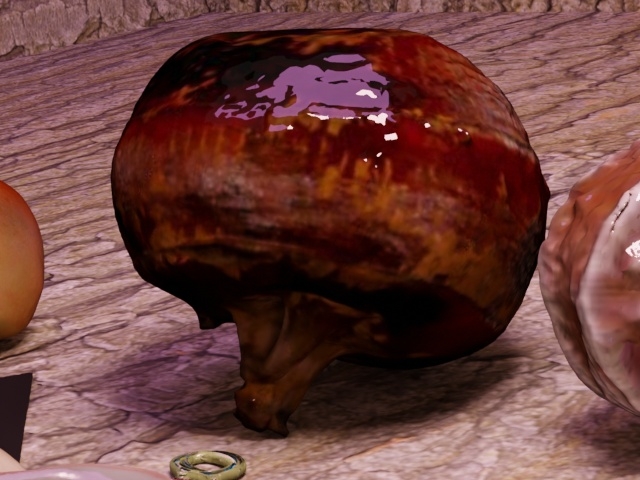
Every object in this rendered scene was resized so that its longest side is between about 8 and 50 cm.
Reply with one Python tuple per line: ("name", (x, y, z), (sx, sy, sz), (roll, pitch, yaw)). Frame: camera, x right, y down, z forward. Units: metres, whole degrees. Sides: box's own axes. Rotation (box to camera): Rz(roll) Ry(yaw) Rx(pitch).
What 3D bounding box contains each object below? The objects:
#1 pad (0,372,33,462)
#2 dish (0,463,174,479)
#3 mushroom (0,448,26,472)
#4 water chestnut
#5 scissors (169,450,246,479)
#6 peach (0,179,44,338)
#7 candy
("pad", (-0.324, 0.162, 1.461), (0.202, 0.005, 0.300), (-9, 14, -4))
("dish", (-0.158, 0.200, 1.071), (0.229, 0.081, 0.229), (-4, 14, 1))
("mushroom", (-0.282, 0.114, 1.229), (0.234, 0.254, 0.260), (32, 22, 2))
("water chestnut", (0.000, 0.000, 1.429), (0.350, 0.302, 0.350), (10, -14, 3))
("scissors", (-0.066, 0.169, 1.260), (0.133, 0.020, 0.187), (-15, 14, -42))
("peach", (-0.333, 0.019, 1.706), (0.184, 0.184, 0.184), (-7, 14, 2))
("candy", (0.288, 0.019, 1.267), (0.289, 0.214, 0.157), (-11, 9, -16))
